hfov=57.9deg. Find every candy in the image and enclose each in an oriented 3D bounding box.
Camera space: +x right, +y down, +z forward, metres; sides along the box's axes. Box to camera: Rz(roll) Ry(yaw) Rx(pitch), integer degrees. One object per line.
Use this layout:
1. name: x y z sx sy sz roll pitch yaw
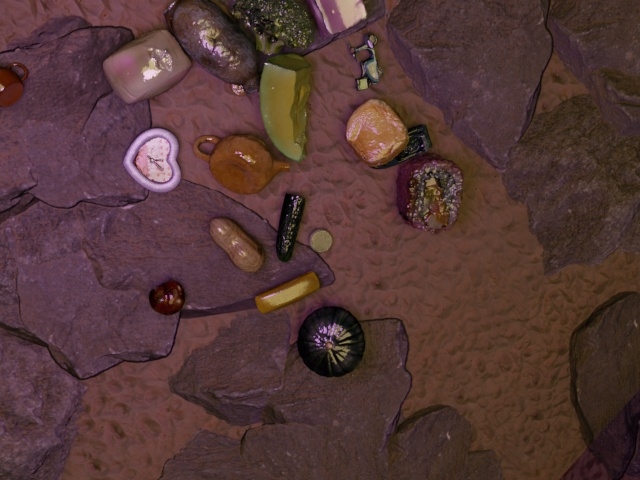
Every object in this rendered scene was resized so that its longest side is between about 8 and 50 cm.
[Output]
1. candy: 0.027 -0.770 1.767 0.155 0.116 0.265 -31 110 -6

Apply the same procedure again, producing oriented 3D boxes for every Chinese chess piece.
1. Chinese chess piece: 0.000 0.000 2.020 0.084 0.034 0.084 -3 104 -14

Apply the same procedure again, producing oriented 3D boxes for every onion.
1. onion: -0.499 0.190 1.894 0.117 0.118 0.118 -28 112 18

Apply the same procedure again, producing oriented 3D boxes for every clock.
1. clock: -0.522 -0.248 1.790 0.172 0.064 0.198 -6 106 -14

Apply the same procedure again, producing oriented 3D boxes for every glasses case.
1. glasses case: -0.114 0.183 2.022 0.234 0.064 0.079 -24 107 -8

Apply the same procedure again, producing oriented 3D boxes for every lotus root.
1. lotus root: -0.298 -0.577 1.698 0.349 0.175 0.175 42 91 -16

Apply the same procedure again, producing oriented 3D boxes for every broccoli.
1. broccoli: -0.141 -0.646 1.718 0.226 0.198 0.176 -12 120 6

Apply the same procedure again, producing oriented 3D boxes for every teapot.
1. teapot: -0.247 -0.263 1.820 0.311 0.167 0.203 20 144 4
2. teapot: -0.901 -0.443 1.619 0.116 0.116 0.173 51 61 -21

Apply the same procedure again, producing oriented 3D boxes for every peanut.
1. peanut: -0.275 0.012 1.902 0.110 0.120 0.236 -22 123 33

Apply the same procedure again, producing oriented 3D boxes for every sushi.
1. sushi: 0.380 -0.162 2.007 0.237 0.171 0.270 -5 108 -14

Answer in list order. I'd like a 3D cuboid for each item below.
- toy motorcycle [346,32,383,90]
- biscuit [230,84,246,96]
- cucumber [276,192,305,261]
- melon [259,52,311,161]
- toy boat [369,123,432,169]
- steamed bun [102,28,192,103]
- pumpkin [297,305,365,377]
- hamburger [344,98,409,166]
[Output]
1. toy motorcycle: 0.148 -0.583 1.886 0.100 0.058 0.173 -13 110 -5
2. biscuit: -0.257 -0.525 1.811 0.071 0.018 0.147 -14 109 -8
3. cucumber: -0.108 -0.042 1.959 0.074 0.074 0.241 10 104 -18
4. melon: -0.106 -0.407 1.805 0.196 0.124 0.323 -36 136 -49
5. toy boat: 0.269 -0.310 1.972 0.246 0.103 0.093 -26 118 -4
6. steamed bun: -0.502 -0.503 1.678 0.239 0.152 0.170 -33 110 -7
7. pumpkin: 0.041 0.352 2.044 0.250 0.216 0.249 4 104 18
8. hamburger: 0.182 -0.354 1.895 0.214 0.108 0.213 -1 85 11
